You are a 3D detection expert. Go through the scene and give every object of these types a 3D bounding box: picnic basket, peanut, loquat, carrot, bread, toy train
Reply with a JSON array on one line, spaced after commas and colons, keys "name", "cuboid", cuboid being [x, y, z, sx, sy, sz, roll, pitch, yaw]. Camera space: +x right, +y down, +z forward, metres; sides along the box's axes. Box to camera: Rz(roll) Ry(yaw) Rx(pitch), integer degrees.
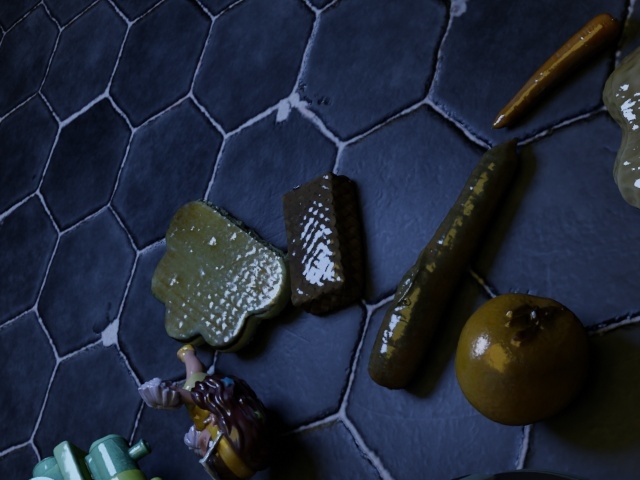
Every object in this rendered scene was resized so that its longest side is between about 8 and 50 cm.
[{"name": "picnic basket", "cuboid": [0.000, 0.000, 1.172, 0.110, 0.054, 0.194, -24, 57, 31]}, {"name": "peanut", "cuboid": [0.386, -0.132, 0.864, 0.196, 0.110, 0.233, -19, 63, 33]}, {"name": "loquat", "cuboid": [0.210, 0.123, 0.894, 0.141, 0.141, 0.141, -16, 63, 35]}, {"name": "carrot", "cuboid": [0.280, -0.200, 1.033, 0.190, 0.037, 0.037, -43, 51, 24]}, {"name": "bread", "cuboid": [-0.158, 0.064, 1.276, 0.286, 0.056, 0.207, 38, 97, 42]}, {"name": "toy train", "cuboid": [-0.269, 0.407, 1.142, 0.237, 0.150, 0.369, -36, 53, -4]}, {"name": "carrot", "cuboid": [0.149, 0.021, 1.034, 0.070, 0.070, 0.342, 27, 90, 43]}]

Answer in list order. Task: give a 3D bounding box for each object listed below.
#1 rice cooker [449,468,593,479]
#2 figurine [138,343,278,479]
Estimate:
[{"name": "rice cooker", "cuboid": [0.165, 0.354, 0.709, 0.335, 0.325, 0.335, -3, 83, 31]}, {"name": "figurine", "cuboid": [-0.143, 0.229, 1.145, 0.116, 0.175, 0.240, -42, 38, -15]}]
